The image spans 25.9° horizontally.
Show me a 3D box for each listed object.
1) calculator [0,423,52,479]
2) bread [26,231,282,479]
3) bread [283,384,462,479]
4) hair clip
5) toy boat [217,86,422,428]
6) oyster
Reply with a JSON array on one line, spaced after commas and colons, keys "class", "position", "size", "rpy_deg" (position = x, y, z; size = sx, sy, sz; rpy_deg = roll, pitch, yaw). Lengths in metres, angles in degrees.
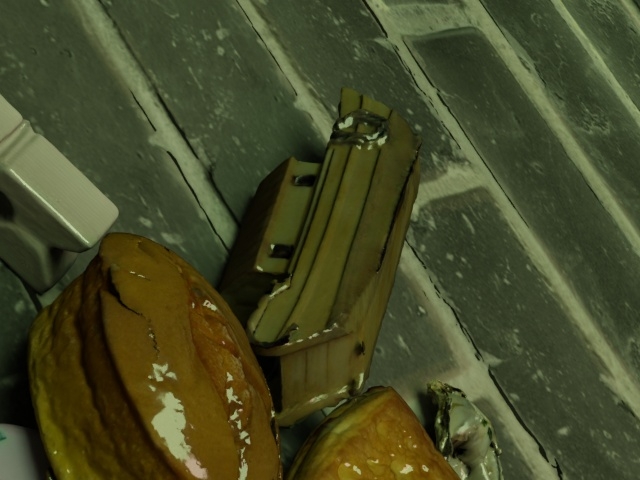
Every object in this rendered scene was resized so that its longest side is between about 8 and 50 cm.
[{"class": "calculator", "position": [-0.202, 0.264, 0.996], "size": [0.173, 0.051, 0.293], "rpy_deg": [-18, 71, -53]}, {"class": "bread", "position": [-0.126, 0.119, 1.088], "size": [0.195, 0.142, 0.270], "rpy_deg": [36, 22, -45]}, {"class": "bread", "position": [0.050, 0.257, 1.229], "size": [0.210, 0.099, 0.235], "rpy_deg": [53, 31, 2]}, {"class": "hair clip", "position": [-0.321, -0.098, 1.168], "size": [0.331, 0.101, 0.085], "rpy_deg": [46, 32, -7]}, {"class": "toy boat", "position": [0.000, 0.000, 1.387], "size": [0.162, 0.136, 0.445], "rpy_deg": [6, 40, 12]}, {"class": "oyster", "position": [0.148, 0.210, 1.406], "size": [0.108, 0.053, 0.166], "rpy_deg": [29, 42, -23]}]
